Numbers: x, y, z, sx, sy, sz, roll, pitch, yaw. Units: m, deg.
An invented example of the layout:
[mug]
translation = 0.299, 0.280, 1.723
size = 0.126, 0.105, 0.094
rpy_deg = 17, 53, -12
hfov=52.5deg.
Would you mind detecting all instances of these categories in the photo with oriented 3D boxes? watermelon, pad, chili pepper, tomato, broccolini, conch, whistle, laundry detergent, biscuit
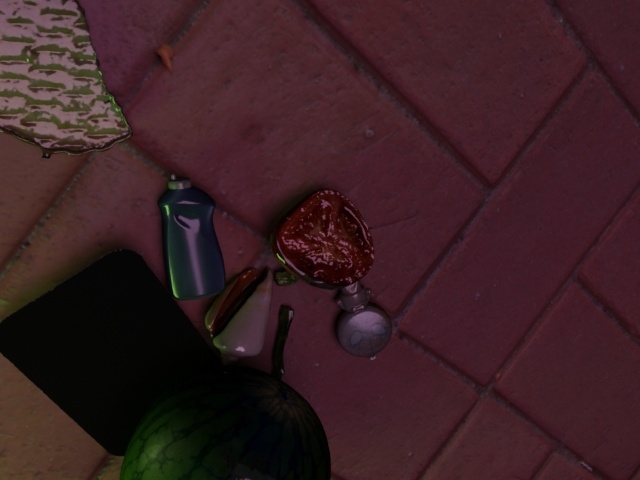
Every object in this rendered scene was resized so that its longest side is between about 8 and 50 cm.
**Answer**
[watermelon]
translation = -0.151, 0.372, 1.037
size = 0.363, 0.363, 0.363
rpy_deg = -8, 111, -22
[pad]
translation = -0.357, 0.202, 1.065
size = 0.315, 0.063, 0.375
rpy_deg = -34, 129, -12
[chili pepper]
translation = -0.044, 0.056, 1.152
size = 0.091, 0.030, 0.034
rpy_deg = -25, 91, -17
[tomato]
translation = -0.001, 0.009, 1.117
size = 0.166, 0.082, 0.174
rpy_deg = -44, 107, -21
[broccolini]
translation = -0.071, 0.246, 1.193
size = 0.071, 0.057, 0.254
rpy_deg = -29, 132, -62
[conch]
translation = -0.132, 0.128, 1.102
size = 0.104, 0.094, 0.176
rpy_deg = 22, 94, 11
[whistle]
translation = 0.069, 0.130, 1.216
size = 0.107, 0.057, 0.220
rpy_deg = -20, 111, -2
[laundry detergent]
translation = -0.209, -0.009, 1.037
size = 0.096, 0.061, 0.206
rpy_deg = -10, 111, -12
[biscuit]
translation = -0.391, -0.237, 0.888
size = 0.187, 0.036, 0.273
rpy_deg = -22, 116, -16
